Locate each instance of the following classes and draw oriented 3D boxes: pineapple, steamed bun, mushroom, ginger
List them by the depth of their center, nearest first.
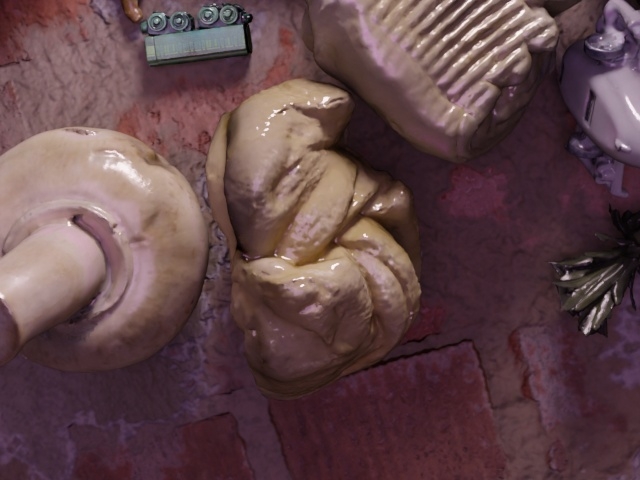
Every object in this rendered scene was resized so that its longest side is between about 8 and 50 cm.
[{"bbox_3d":[0.138,-0.293,1.270,0.352,0.247,0.339,44,84,-11],"label":"steamed bun"},{"bbox_3d":[0.001,0.003,1.277,0.230,0.325,0.373,-7,92,9],"label":"steamed bun"},{"bbox_3d":[0.412,0.007,1.339,0.277,0.119,0.130,-37,101,8],"label":"pineapple"},{"bbox_3d":[-0.314,0.038,1.356,0.315,0.315,0.356,35,65,0],"label":"mushroom"},{"bbox_3d":[-0.246,-0.332,1.406,0.048,0.030,0.097,-22,93,36],"label":"ginger"}]

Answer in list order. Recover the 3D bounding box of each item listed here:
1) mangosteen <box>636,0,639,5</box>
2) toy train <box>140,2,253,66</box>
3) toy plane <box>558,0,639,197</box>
[{"bbox_3d":[0.409,-0.362,1.243,0.215,0.215,0.258,-6,97,6],"label":"mangosteen"},{"bbox_3d":[-0.158,-0.267,1.401,0.147,0.038,0.071,-7,99,6],"label":"toy train"},{"bbox_3d":[0.362,-0.158,1.274,0.118,0.252,0.252,-11,97,-14],"label":"toy plane"}]
